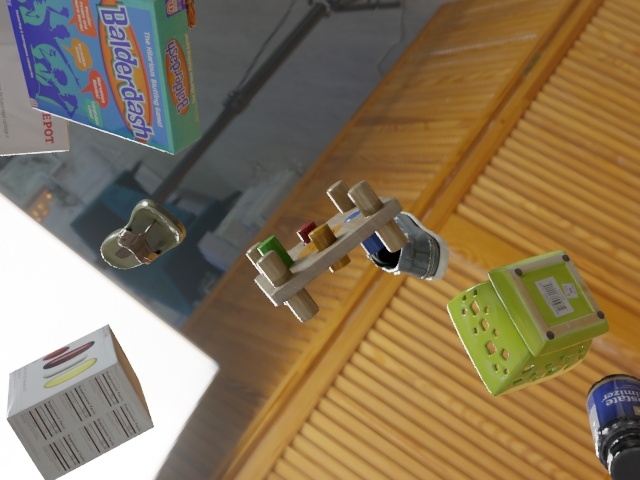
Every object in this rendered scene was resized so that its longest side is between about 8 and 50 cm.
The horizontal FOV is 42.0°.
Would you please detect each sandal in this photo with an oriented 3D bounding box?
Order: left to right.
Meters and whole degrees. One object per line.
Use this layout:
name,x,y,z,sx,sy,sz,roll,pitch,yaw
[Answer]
sandal,-0.382,0.010,1.767,0.120,0.086,0.303,38,140,-15

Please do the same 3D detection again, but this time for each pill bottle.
pill bottle,0.540,0.338,1.464,0.123,0.123,0.219,39,-157,-6

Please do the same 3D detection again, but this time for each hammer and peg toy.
hammer and peg toy,0.000,0.000,1.453,0.127,0.266,0.361,53,175,-9

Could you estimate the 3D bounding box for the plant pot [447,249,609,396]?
plant pot,0.430,0.156,1.699,0.228,0.227,0.207,65,152,23

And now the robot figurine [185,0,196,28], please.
robot figurine,-0.293,-0.397,1.568,0.085,0.291,0.211,0,143,5

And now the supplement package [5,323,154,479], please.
supplement package,-0.431,0.284,1.490,0.149,0.203,0.194,68,168,-21

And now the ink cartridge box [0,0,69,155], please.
ink cartridge box,-0.500,-0.248,1.163,0.198,0.270,0.197,104,153,-47

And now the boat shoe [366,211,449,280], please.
boat shoe,0.145,0.005,1.661,0.099,0.116,0.319,5,-170,-19

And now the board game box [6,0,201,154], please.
board game box,-0.223,-0.190,0.847,0.210,0.047,0.160,19,130,27
